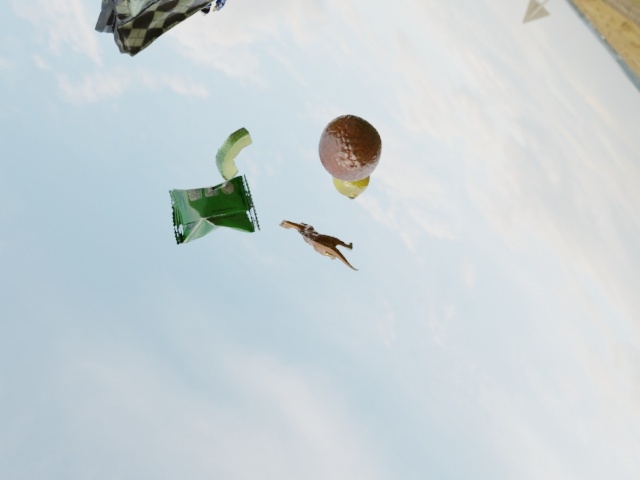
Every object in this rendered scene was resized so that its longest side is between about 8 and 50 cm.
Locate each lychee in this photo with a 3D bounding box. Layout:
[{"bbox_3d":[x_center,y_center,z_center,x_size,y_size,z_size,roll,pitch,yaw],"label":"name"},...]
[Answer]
[{"bbox_3d":[0.048,-0.143,0.901,0.114,0.101,0.140,40,176,-14],"label":"lychee"}]

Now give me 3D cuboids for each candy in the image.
[{"bbox_3d":[-0.258,-0.070,1.349,0.078,0.203,0.141,-124,22,-77],"label":"candy"}]

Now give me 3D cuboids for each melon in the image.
[{"bbox_3d":[-0.316,-0.314,2.020,0.064,0.209,0.118,47,-163,27],"label":"melon"}]

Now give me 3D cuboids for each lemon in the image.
[{"bbox_3d":[0.086,-0.179,1.568,0.109,0.109,0.133,6,-104,-48],"label":"lemon"}]

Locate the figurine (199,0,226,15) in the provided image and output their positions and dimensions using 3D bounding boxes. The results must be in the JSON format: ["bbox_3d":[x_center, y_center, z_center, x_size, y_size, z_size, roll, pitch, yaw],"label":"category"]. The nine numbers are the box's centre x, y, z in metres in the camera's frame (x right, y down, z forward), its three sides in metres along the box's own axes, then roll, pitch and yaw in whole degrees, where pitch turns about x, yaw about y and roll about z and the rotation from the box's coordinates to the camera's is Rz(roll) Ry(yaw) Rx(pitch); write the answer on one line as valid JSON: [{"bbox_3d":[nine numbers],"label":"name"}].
[{"bbox_3d":[-0.360,-0.817,1.779,0.164,0.262,0.121,-15,-101,-37],"label":"figurine"}]

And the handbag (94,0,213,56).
[{"bbox_3d":[-0.257,-0.512,0.949,0.180,0.416,0.317,45,-109,-5],"label":"handbag"}]

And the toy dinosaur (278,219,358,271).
[{"bbox_3d":[0.000,-0.001,1.267,0.142,0.057,0.212,28,177,-27],"label":"toy dinosaur"}]
